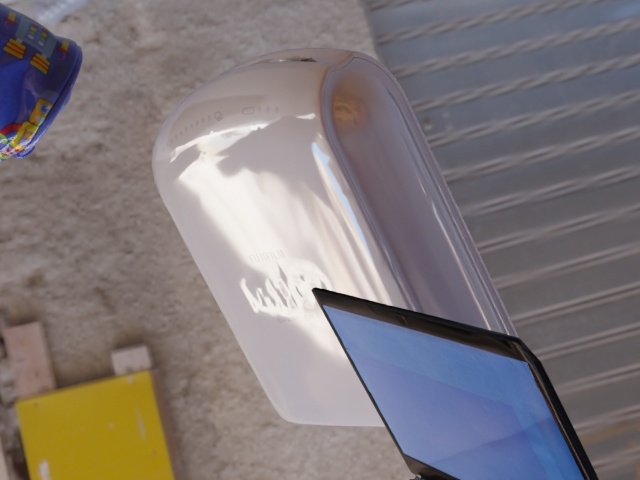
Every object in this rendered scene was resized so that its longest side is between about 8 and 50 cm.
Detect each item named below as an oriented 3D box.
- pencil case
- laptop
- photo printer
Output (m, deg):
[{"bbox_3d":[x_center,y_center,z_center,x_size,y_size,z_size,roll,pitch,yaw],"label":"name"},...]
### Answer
[{"bbox_3d":[-0.353,-0.171,0.910,0.306,0.133,0.119,26,178,-22],"label":"pencil case"},{"bbox_3d":[0.054,0.184,0.639,0.137,0.264,0.234,24,174,-25],"label":"laptop"},{"bbox_3d":[0.000,0.000,0.893,0.107,0.307,0.256,-36,-164,-36],"label":"photo printer"}]
